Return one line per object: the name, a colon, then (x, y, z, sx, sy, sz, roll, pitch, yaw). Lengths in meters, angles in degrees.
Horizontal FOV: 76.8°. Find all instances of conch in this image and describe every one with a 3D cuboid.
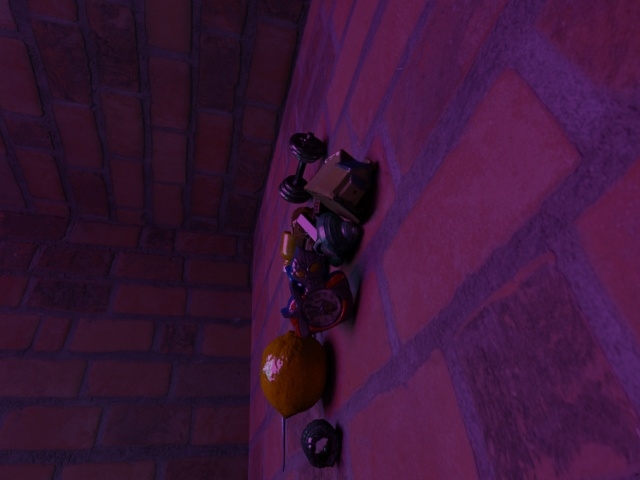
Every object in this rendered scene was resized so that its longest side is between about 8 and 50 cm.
conch: (0.057, -0.009, 1.404, 0.196, 0.134, 0.202, 54, 162, -14)

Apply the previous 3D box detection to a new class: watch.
watch: (-0.038, 0.149, 1.393, 0.274, 0.242, 0.305, -128, 17, -77)

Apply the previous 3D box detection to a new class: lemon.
lemon: (-0.099, 0.499, 1.520, 0.268, 0.269, 0.321, -162, 79, -74)

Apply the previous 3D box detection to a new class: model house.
model house: (0.094, -0.182, 1.329, 0.189, 0.195, 0.214, -59, 32, -1)

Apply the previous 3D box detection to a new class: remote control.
remote control: (-0.009, -0.016, 1.576, 0.245, 0.025, 0.063, 45, 121, 25)

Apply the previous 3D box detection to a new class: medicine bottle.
medicine bottle: (-0.155, 0.063, 2.140, 0.122, 0.122, 0.212, -149, 66, -73)

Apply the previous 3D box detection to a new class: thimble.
thimble: (0.000, 0.675, 1.341, 0.090, 0.119, 0.134, -176, 92, -75)

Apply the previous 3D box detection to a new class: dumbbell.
dumbbell: (-0.097, -0.351, 1.998, 0.179, 0.179, 0.406, -100, 22, -45)

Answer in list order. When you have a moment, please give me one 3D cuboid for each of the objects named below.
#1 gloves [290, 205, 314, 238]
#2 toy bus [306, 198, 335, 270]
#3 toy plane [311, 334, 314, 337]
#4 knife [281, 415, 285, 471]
gloves: (-0.067, -0.079, 1.845, 0.331, 0.141, 0.154, -149, 65, -73)
toy bus: (0.000, 0.000, 1.658, 0.092, 0.093, 0.408, -145, 63, -68)
toy plane: (-0.059, 0.315, 1.757, 0.256, 0.104, 0.241, -150, 52, -66)
knife: (-0.195, 1.026, 2.099, 0.044, 0.019, 0.312, 110, 161, -62)
